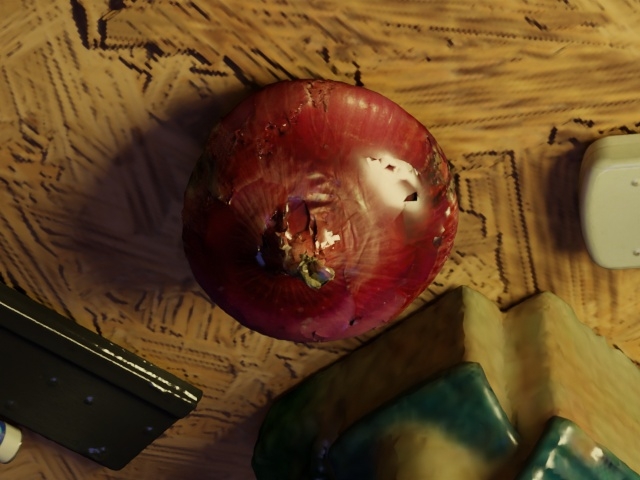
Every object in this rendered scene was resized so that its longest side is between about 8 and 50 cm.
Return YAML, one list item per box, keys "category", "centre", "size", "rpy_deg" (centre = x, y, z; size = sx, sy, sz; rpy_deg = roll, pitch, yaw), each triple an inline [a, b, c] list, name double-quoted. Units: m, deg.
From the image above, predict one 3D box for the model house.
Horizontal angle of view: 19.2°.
- category: "model house"
  centre: [0.118, 0.230, 1.099]
  size: [0.245, 0.280, 0.312]
  rpy_deg: [-31, 125, 28]

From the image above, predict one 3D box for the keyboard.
- category: "keyboard"
  centre: [-0.217, 0.048, 1.109]
  size: [0.310, 0.018, 0.101]
  rpy_deg: [30, 129, -25]

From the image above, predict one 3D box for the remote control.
- category: "remote control"
  centre: [0.234, -0.026, 1.021]
  size: [0.190, 0.029, 0.087]
  rpy_deg: [-6, 134, 6]

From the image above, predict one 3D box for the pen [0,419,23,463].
- category: "pen"
  centre: [-0.260, 0.084, 1.124]
  size: [0.025, 0.025, 0.204]
  rpy_deg: [-33, 132, 29]

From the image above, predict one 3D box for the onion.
- category: "onion"
  centre: [0.000, 0.000, 0.975]
  size: [0.150, 0.140, 0.150]
  rpy_deg: [-2, 118, -4]
